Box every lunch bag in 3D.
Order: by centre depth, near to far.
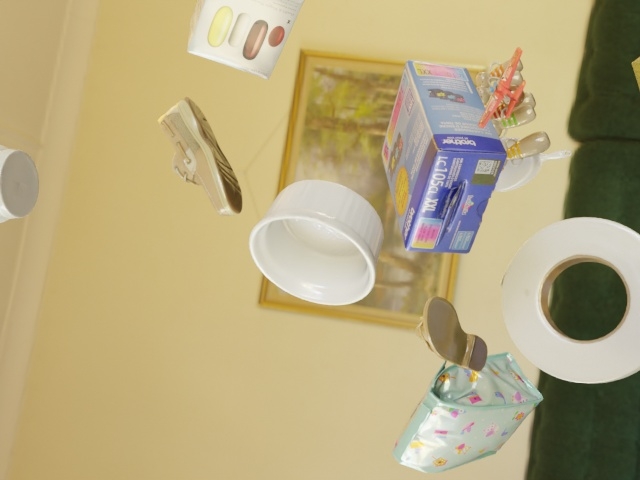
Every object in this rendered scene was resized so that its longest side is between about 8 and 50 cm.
[{"bbox_3d":[0.284,0.358,1.597,0.160,0.262,0.223,59,140,37],"label":"lunch bag"}]

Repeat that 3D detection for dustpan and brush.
[{"bbox_3d":[0.571,-0.219,2.099,0.060,0.211,0.147,-12,-87,-56],"label":"dustpan and brush"}]

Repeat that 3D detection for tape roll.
[{"bbox_3d":[0.618,0.139,1.804,0.072,0.392,0.391,17,-100,-57],"label":"tape roll"}]

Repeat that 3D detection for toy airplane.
[{"bbox_3d":[0.315,-0.252,1.303,0.151,0.028,0.151,-157,90,-86],"label":"toy airplane"}]

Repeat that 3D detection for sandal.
[{"bbox_3d":[0.201,0.164,1.316,0.240,0.079,0.088,39,-117,-46],"label":"sandal"}]

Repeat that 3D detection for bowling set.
[{"bbox_3d":[0.445,-0.338,1.923,0.200,0.154,0.286,16,-125,-60],"label":"bowling set"}]

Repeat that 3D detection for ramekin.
[{"bbox_3d":[0.000,0.000,1.637,0.277,0.277,0.135,86,-159,-48],"label":"ramekin"}]

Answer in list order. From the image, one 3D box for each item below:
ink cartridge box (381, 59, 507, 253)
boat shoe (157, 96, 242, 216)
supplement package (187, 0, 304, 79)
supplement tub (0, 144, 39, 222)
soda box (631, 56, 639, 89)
[{"bbox_3d":[0.250,-0.157,1.607,0.395,0.151,0.269,-101,17,-47],"label":"ink cartridge box"},{"bbox_3d":[-0.281,-0.178,1.790,0.341,0.110,0.121,63,-172,30],"label":"boat shoe"},{"bbox_3d":[-0.163,-0.493,1.659,0.149,0.194,0.203,-95,27,-46],"label":"supplement package"},{"bbox_3d":[-0.631,-0.103,1.392,0.144,0.200,0.144,1,-90,-79],"label":"supplement tub"},{"bbox_3d":[0.821,-0.365,1.876,0.058,0.061,0.181,-35,-71,-34],"label":"soda box"}]
